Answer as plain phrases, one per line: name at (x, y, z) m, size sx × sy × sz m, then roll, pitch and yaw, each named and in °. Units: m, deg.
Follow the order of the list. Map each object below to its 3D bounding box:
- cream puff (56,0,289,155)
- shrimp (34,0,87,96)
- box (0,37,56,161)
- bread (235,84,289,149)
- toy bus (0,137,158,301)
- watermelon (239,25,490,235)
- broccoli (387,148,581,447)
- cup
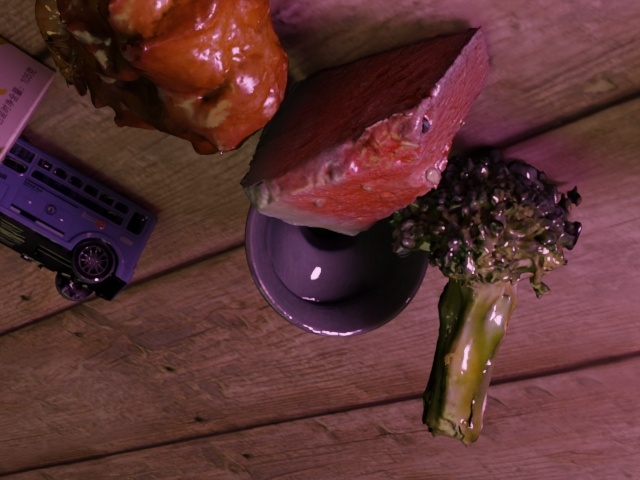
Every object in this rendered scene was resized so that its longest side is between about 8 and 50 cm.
cream puff at (-0.135, -0.193, 1.466) m, size 0.241 × 0.155 × 0.269 m, roll 24°, pitch 156°, yaw 28°
shrimp at (-0.246, -0.209, 1.680) m, size 0.095 × 0.045 × 0.162 m, roll 0°, pitch 142°, yaw 7°
box at (-0.442, -0.123, 1.749) m, size 0.194 × 0.260 × 0.111 m, roll 32°, pitch 153°, yaw -10°
bread at (-0.078, -0.133, 1.639) m, size 0.052 × 0.044 × 0.157 m, roll 31°, pitch 153°, yaw -13°
toy bus at (-0.354, -0.042, 1.951) m, size 0.292 × 0.133 × 0.125 m, roll 30°, pitch 158°, yaw -10°
watermelon at (0.062, -0.101, 1.457) m, size 0.140 × 0.193 × 0.257 m, roll 39°, pitch 138°, yaw -23°
broccoli at (0.143, 0.041, 1.555) m, size 0.177 × 0.198 × 0.274 m, roll 8°, pitch 119°, yaw -4°
cup at (0.000, 0.000, 1.691) m, size 0.199 × 0.199 × 0.150 m, roll 34°, pitch 170°, yaw -13°
